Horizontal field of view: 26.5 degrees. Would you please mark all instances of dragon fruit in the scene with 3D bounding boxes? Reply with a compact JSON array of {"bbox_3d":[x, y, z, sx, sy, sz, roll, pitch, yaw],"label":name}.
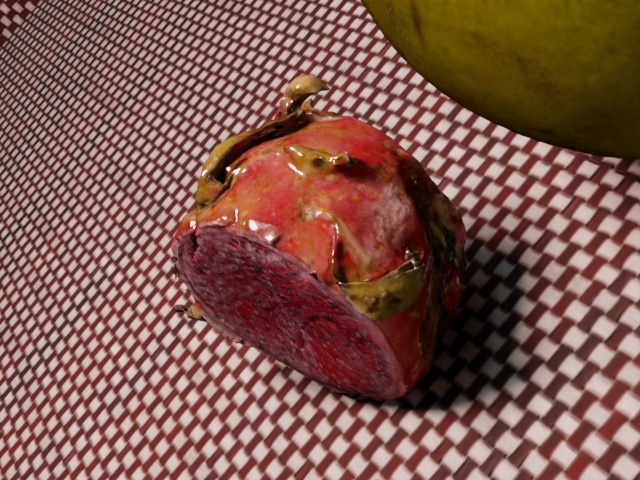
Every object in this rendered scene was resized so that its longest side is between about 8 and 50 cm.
[{"bbox_3d":[0.000,0.000,0.961,0.147,0.211,0.282,-53,20,-22],"label":"dragon fruit"}]

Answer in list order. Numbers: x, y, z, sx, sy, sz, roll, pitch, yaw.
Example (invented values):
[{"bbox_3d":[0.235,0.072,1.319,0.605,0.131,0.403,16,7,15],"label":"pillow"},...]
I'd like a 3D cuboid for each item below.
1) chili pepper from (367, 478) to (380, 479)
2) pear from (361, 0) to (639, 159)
[{"bbox_3d":[0.010,0.188,0.911,0.083,0.017,0.030,-40,21,12],"label":"chili pepper"},{"bbox_3d":[0.176,-0.215,0.817,0.413,0.352,0.352,22,72,42],"label":"pear"}]
